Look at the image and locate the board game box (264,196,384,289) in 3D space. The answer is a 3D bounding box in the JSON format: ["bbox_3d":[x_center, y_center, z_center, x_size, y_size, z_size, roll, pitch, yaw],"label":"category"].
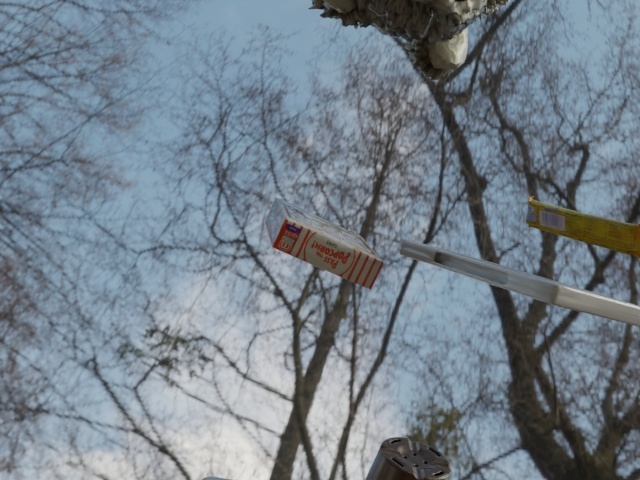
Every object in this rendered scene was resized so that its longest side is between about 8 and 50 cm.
[{"bbox_3d":[0.000,0.000,1.296,0.147,0.193,0.045,24,-83,-10],"label":"board game box"}]

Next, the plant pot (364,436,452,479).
[{"bbox_3d":[0.137,0.433,1.545,0.167,0.167,0.165,18,-73,1],"label":"plant pot"}]

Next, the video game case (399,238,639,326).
[{"bbox_3d":[0.259,0.054,1.141,0.204,0.285,0.025,14,-87,-32],"label":"video game case"}]

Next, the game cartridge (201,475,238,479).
[{"bbox_3d":[-0.014,0.237,0.541,0.198,0.297,0.062,13,-75,-4],"label":"game cartridge"}]

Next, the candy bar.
[{"bbox_3d":[0.289,-0.016,1.013,0.161,0.018,0.040,20,-57,47],"label":"candy bar"}]

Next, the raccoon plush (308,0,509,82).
[{"bbox_3d":[0.148,-0.332,0.934,0.216,0.446,0.299,31,-71,8],"label":"raccoon plush"}]
